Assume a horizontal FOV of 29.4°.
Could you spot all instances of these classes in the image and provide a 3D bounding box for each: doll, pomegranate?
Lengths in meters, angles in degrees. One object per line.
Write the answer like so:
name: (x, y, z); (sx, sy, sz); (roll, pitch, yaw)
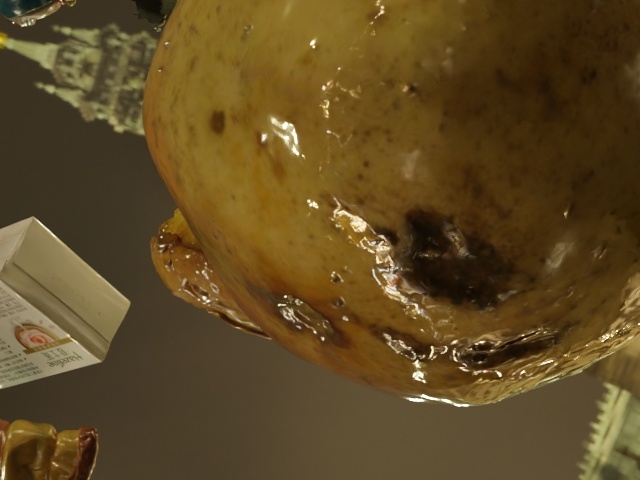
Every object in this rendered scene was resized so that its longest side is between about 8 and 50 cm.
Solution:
doll: (-0.318, -0.299, 1.411); (0.152, 0.114, 0.085); (-17, -67, -2)
pomegranate: (0.053, -0.061, 0.580); (0.281, 0.281, 0.281); (-14, -67, -36)

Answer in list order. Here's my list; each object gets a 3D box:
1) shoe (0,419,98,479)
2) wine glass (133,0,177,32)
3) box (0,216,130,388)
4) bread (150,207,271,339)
shoe: (-0.142, 0.143, 0.639); (0.069, 0.072, 0.109); (-5, -79, 5)
wine glass: (-0.047, -0.228, 0.883); (0.222, 0.103, 0.103); (-28, -60, -26)
box: (-0.301, 0.067, 1.165); (0.135, 0.199, 0.081); (47, -133, -31)
bread: (0.003, 0.004, 0.915); (0.147, 0.261, 0.160); (68, -135, -77)
